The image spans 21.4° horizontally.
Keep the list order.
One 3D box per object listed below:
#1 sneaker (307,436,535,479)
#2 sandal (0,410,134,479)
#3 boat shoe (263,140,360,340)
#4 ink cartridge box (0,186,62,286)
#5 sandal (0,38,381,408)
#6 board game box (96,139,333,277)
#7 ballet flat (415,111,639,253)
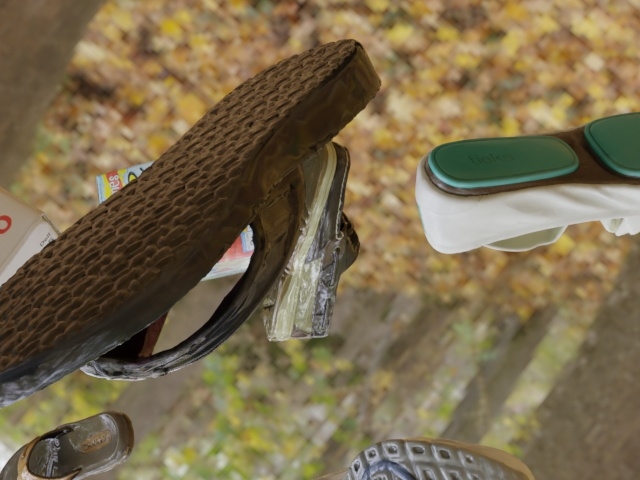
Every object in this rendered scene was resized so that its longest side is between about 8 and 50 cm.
[{"bbox_3d":[0.070,0.210,1.390,0.297,0.129,0.111,-19,86,48],"label":"sneaker"},{"bbox_3d":[-0.316,0.267,2.017,0.060,0.219,0.090,12,-124,-56],"label":"sandal"},{"bbox_3d":[0.000,0.001,1.564,0.073,0.223,0.080,4,-144,-17],"label":"boat shoe"},{"bbox_3d":[-0.387,0.016,1.527,0.273,0.198,0.115,29,164,23],"label":"ink cartridge box"},{"bbox_3d":[-0.075,-0.001,1.175,0.168,0.446,0.107,-11,114,41],"label":"sandal"},{"bbox_3d":[-0.123,-0.034,2.033,0.275,0.142,0.144,-12,172,41],"label":"board game box"},{"bbox_3d":[0.290,-0.059,1.867,0.139,0.400,0.139,172,90,-75],"label":"ballet flat"}]
